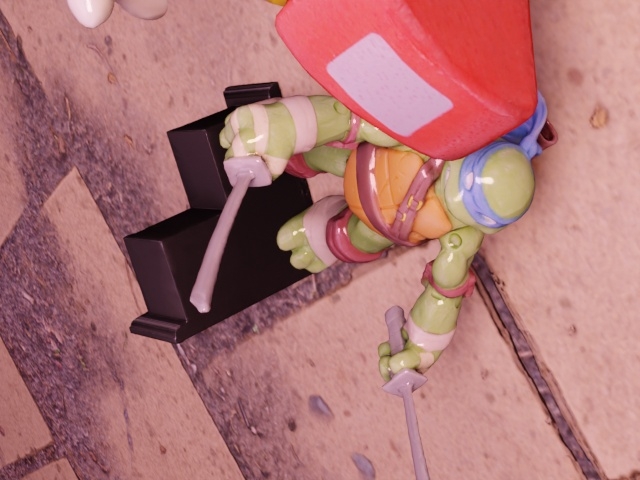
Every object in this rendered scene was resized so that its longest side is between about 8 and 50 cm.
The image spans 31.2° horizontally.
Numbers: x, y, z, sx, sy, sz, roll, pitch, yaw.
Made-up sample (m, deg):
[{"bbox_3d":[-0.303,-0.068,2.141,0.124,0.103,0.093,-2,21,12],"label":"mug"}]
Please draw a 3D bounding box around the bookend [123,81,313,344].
[{"bbox_3d":[-0.090,-0.024,0.894,0.072,0.157,0.156,5,117,52],"label":"bookend"}]

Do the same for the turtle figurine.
[{"bbox_3d":[0.000,0.000,0.720,0.275,0.197,0.266,-67,22,-1],"label":"turtle figurine"}]

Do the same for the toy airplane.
[{"bbox_3d":[-0.037,-0.261,0.552,0.384,0.272,0.386,33,133,35],"label":"toy airplane"}]
